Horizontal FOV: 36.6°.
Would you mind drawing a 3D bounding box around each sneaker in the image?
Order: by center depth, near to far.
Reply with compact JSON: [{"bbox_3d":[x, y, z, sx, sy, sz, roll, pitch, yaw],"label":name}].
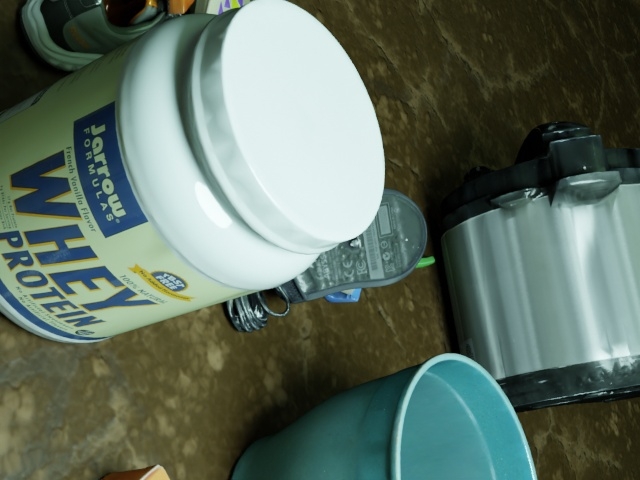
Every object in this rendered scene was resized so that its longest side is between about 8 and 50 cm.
[{"bbox_3d":[-0.187,-0.238,1.042,0.271,0.108,0.100,-24,93,-57],"label":"sneaker"}]

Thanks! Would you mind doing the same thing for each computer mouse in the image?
[{"bbox_3d":[0.000,0.000,1.166,0.272,0.072,0.188,-7,92,-26],"label":"computer mouse"}]

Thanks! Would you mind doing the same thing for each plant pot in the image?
[{"bbox_3d":[0.054,0.276,1.008,0.272,0.255,0.271,28,53,-45],"label":"plant pot"}]

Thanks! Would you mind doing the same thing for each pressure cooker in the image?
[{"bbox_3d":[0.369,0.035,1.458,0.375,0.370,0.420,5,70,-43],"label":"pressure cooker"}]

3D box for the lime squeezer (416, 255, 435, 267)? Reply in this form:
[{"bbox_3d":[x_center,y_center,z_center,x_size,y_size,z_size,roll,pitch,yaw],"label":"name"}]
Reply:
[{"bbox_3d":[0.074,0.001,1.356,0.310,0.059,0.110,36,18,-38],"label":"lime squeezer"}]

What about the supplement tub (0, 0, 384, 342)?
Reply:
[{"bbox_3d":[-0.133,-0.053,0.838,0.235,0.325,0.235,27,54,-45],"label":"supplement tub"}]

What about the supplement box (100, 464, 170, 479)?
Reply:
[{"bbox_3d":[-0.138,0.324,0.878,0.080,0.078,0.233,-42,109,-53],"label":"supplement box"}]

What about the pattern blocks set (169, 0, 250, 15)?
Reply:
[{"bbox_3d":[-0.115,-0.227,1.104,0.285,0.026,0.325,69,29,-58],"label":"pattern blocks set"}]

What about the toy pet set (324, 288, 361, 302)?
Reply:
[{"bbox_3d":[0.043,0.023,1.267,0.122,0.065,0.114,21,58,-8],"label":"toy pet set"}]
